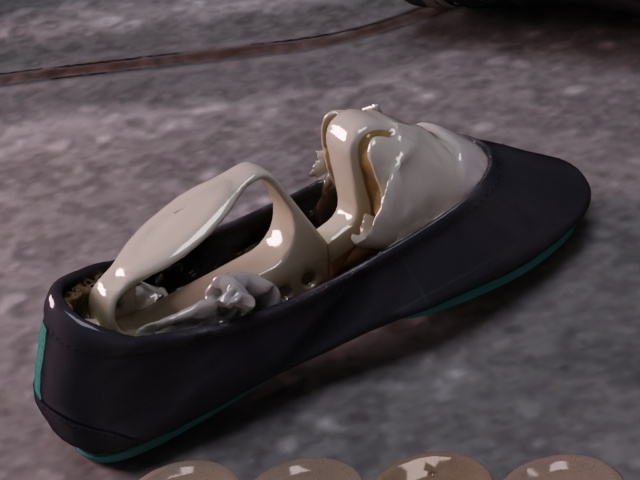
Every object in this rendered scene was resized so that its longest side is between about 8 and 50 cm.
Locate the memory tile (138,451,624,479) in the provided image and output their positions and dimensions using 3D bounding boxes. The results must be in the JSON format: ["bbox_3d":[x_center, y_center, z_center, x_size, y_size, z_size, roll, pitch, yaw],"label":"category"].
[{"bbox_3d":[0.005,0.096,0.501,0.148,0.012,0.113,-3,33,16],"label":"memory tile"}]

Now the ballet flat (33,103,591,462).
[{"bbox_3d":[0.000,0.000,0.600,0.203,0.074,0.074,-25,34,-20],"label":"ballet flat"}]

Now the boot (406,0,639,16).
[{"bbox_3d":[0.161,-0.157,0.779,0.179,0.085,0.236,19,50,38],"label":"boot"}]
